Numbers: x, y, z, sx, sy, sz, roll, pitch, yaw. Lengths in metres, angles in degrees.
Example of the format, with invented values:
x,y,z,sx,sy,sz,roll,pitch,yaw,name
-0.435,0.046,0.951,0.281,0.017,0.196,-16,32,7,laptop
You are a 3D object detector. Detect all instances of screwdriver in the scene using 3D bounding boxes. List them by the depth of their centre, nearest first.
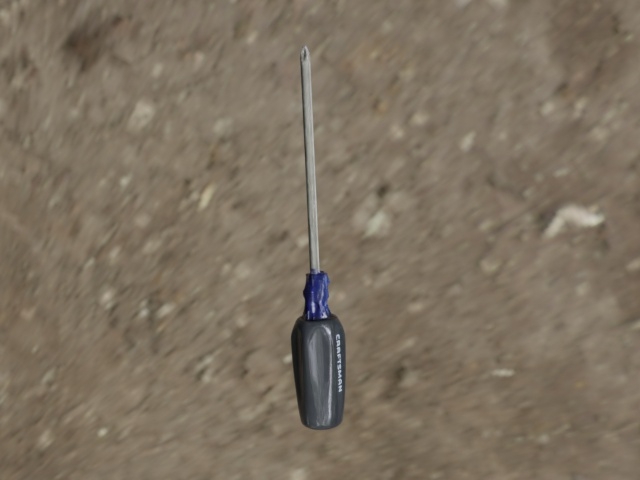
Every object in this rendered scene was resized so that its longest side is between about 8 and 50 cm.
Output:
x,y,z,sx,sy,sz,roll,pitch,yaw,name
0.000,0.000,0.851,0.025,0.024,0.169,-5,103,-31,screwdriver
